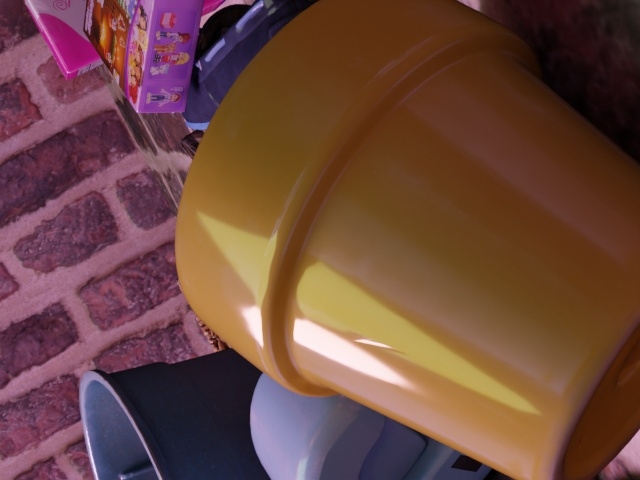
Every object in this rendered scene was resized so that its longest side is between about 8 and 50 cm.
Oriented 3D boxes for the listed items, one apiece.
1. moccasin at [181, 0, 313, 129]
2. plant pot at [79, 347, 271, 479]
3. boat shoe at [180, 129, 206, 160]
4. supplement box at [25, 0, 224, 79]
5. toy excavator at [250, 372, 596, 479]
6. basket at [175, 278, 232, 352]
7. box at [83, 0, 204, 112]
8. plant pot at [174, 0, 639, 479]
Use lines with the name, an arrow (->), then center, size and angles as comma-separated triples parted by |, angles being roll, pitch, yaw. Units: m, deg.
moccasin -> -0.066, -0.193, 1.032 | 0.342, 0.138, 0.117 | -4, 111, 61
plant pot -> -0.067, 0.261, 1.191 | 0.341, 0.334, 0.341 | 42, 142, 46
boat shoe -> -0.168, -0.096, 1.733 | 0.223, 0.073, 0.080 | 60, 168, 7
supplement box -> -0.237, -0.295, 1.220 | 0.111, 0.220, 0.114 | 64, 167, -10
toy excavator -> 0.042, 0.108, 0.885 | 0.445, 0.433, 0.222 | 36, -179, -29
basket -> -0.037, 0.114, 1.521 | 0.213, 0.223, 0.299 | 36, -166, -48
box -> -0.174, -0.304, 1.012 | 0.201, 0.057, 0.293 | 51, 136, 44
plant pot -> 0.087, 0.010, 0.579 | 0.239, 0.254, 0.254 | 35, 155, 30
